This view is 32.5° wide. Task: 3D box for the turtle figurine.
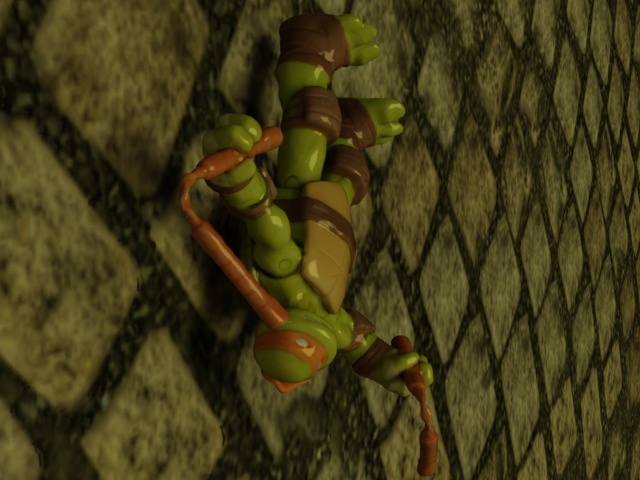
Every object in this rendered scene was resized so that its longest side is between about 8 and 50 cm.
[{"bbox_3d":[0.000,0.000,0.595,0.269,0.087,0.217,49,39,-42],"label":"turtle figurine"}]
